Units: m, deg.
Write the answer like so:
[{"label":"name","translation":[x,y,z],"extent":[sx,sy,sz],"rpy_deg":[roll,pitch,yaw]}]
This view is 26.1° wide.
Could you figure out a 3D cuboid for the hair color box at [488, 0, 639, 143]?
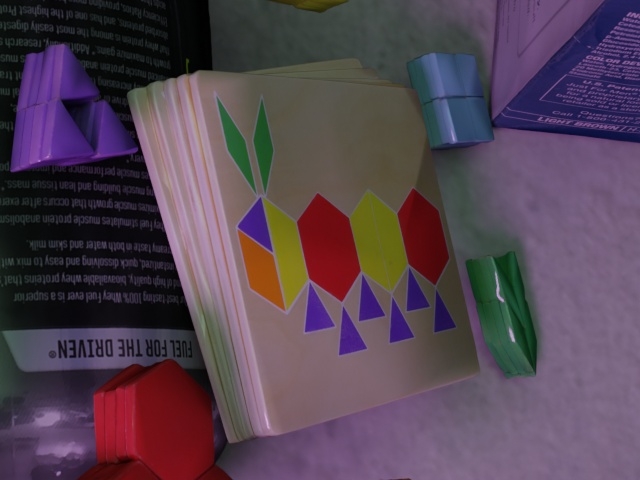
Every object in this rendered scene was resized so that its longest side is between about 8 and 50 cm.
[{"label":"hair color box","translation":[0.163,-0.164,0.554],"extent":[0.105,0.347,0.174],"rpy_deg":[6,79,-6]}]

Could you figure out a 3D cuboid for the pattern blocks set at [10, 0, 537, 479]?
[{"label":"pattern blocks set","translation":[0.000,0.000,0.556],"extent":[0.026,0.324,0.286],"rpy_deg":[-15,77,33]}]

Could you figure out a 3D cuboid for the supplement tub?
[{"label":"supplement tub","translation":[-0.142,-0.018,0.565],"extent":[0.207,0.207,0.338],"rpy_deg":[-4,80,-7]}]
